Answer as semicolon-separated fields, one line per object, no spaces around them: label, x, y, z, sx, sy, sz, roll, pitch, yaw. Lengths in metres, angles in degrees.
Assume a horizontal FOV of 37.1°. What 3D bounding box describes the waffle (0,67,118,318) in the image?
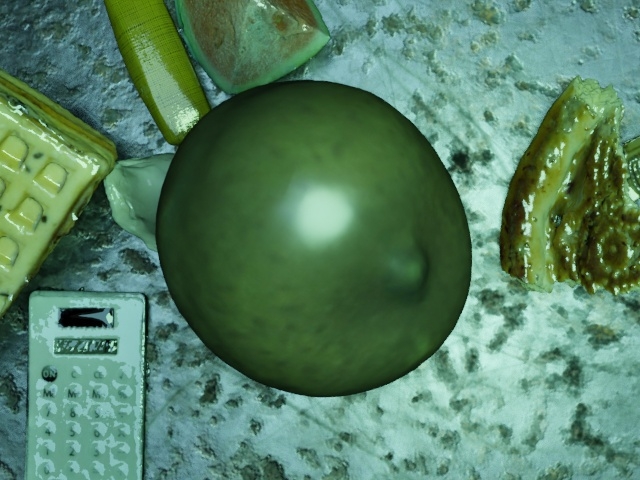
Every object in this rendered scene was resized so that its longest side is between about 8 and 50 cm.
waffle;-0.451;-0.028;1.130;0.261;0.114;0.376;34;106;-22

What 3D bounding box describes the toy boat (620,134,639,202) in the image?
toy boat;0.480;-0.112;1.143;0.310;0.089;0.115;-27;84;4

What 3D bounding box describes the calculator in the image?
calculator;-0.301;0.190;1.233;0.161;0.021;0.262;0;89;4

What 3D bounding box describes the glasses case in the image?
glasses case;-0.208;-0.232;1.215;0.079;0.064;0.234;-24;87;0

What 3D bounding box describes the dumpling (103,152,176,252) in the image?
dumpling;-0.179;-0.044;1.194;0.188;0.108;0.127;10;114;-8

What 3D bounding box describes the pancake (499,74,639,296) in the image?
pancake;0.315;-0.035;1.115;0.244;0.057;0.266;46;122;42

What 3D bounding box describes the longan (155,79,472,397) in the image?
longan;0.000;0.000;1.051;0.361;0.361;0.361;0;88;5

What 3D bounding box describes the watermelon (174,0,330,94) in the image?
watermelon;-0.112;-0.286;1.202;0.231;0.128;0.146;52;121;17
